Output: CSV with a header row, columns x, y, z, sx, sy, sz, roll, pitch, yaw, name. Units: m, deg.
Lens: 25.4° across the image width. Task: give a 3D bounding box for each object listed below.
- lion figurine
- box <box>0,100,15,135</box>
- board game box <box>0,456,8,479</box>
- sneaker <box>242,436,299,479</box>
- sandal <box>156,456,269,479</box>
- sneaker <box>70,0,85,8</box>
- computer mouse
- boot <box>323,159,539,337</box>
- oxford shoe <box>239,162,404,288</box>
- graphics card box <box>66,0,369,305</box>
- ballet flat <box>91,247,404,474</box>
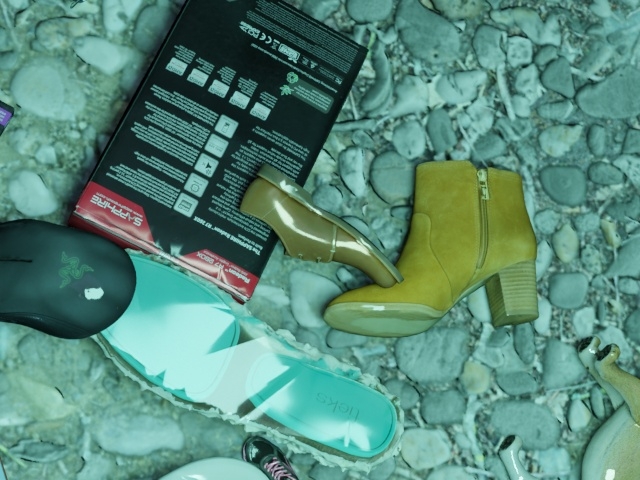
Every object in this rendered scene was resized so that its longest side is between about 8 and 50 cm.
x,y,z,sx,sy,sz,roll,pitch,yaw,name
0.368,0.276,1.735,0.240,0.142,0.392,44,82,-9,lion figurine
-0.446,-0.113,1.650,0.116,0.029,0.162,28,70,-7,box
-0.407,0.297,1.545,0.145,0.027,0.281,-16,80,-21,board game box
-0.044,0.275,1.641,0.047,0.057,0.119,-35,85,-20,sneaker
-0.216,0.395,1.529,0.169,0.102,0.416,44,79,-22,sandal
-0.247,-0.339,1.738,0.235,0.094,0.153,19,72,-10,sneaker
-0.330,0.040,1.538,0.272,0.072,0.188,3,65,25,computer mouse
0.129,0.005,1.755,0.295,0.104,0.211,-2,69,-20,boot
0.000,0.000,1.644,0.212,0.076,0.076,34,87,-4,oxford shoe
-0.120,-0.127,1.713,0.233,0.094,0.370,27,70,-8,graphics card box
-0.098,0.152,1.622,0.409,0.147,0.147,31,69,-3,ballet flat
